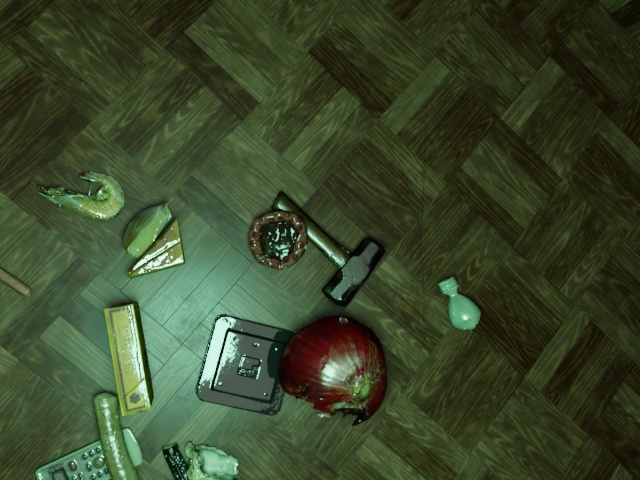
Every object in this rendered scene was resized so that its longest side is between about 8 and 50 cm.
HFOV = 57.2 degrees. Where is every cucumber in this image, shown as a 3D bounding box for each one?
[{"bbox_3d":[-0.419,0.701,1.776,0.058,0.058,0.187,-29,92,-14],"label":"cucumber"}]

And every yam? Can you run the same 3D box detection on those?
[{"bbox_3d":[-0.586,0.616,1.702,0.081,0.081,0.357,-14,85,-14],"label":"yam"}]

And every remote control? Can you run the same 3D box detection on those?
[{"bbox_3d":[-0.675,0.662,1.726,0.285,0.038,0.123,-21,90,-14],"label":"remote control"}]

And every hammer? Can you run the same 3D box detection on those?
[{"bbox_3d":[0.000,0.000,1.918,0.409,0.095,0.242,42,78,-5],"label":"hammer"}]

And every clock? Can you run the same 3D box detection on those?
[{"bbox_3d":[-0.229,0.393,1.850,0.279,0.049,0.273,15,82,-12],"label":"clock"}]

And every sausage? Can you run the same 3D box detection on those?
[{"bbox_3d":[-0.911,0.116,1.718,0.147,0.030,0.035,35,79,-8],"label":"sausage"}]

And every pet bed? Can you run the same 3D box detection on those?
[{"bbox_3d":[-0.136,-0.002,1.869,0.201,0.053,0.201,1,93,15],"label":"pet bed"}]

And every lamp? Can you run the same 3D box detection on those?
[{"bbox_3d":[0.476,0.217,2.011,0.106,0.106,0.193,-24,82,-14],"label":"lamp"}]

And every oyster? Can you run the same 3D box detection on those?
[{"bbox_3d":[-0.337,0.678,1.775,0.191,0.163,0.081,43,114,29],"label":"oyster"}]

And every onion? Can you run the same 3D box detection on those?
[{"bbox_3d":[0.048,0.385,1.781,0.341,0.341,0.341,1,85,-13],"label":"onion"}]

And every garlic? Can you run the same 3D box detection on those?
[{"bbox_3d":[-0.531,-0.034,1.785,0.195,0.101,0.087,-54,129,-19],"label":"garlic"}]

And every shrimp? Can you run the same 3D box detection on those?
[{"bbox_3d":[-0.721,-0.145,1.780,0.251,0.052,0.143,17,71,-19],"label":"shrimp"}]

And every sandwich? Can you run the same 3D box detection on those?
[{"bbox_3d":[-0.507,0.025,1.780,0.187,0.117,0.144,-15,86,-12],"label":"sandwich"}]

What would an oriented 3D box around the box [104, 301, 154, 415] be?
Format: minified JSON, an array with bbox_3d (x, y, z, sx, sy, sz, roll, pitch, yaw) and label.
[{"bbox_3d":[-0.551,0.334,1.703,0.084,0.193,0.301,-10,88,-13],"label":"box"}]
